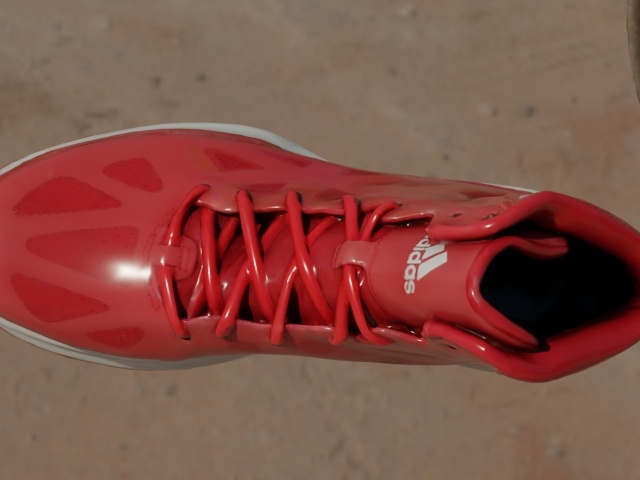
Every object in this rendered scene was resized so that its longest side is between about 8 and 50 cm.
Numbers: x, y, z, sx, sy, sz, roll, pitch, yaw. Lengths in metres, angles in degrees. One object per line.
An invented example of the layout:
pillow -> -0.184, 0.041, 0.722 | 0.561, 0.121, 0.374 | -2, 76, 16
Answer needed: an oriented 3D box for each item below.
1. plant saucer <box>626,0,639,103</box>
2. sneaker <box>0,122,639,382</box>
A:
plant saucer -> 0.153, -0.061, 0.336 | 0.198, 0.199, 0.036 | 4, 45, -6
sneaker -> 0.000, 0.000, 0.554 | 0.221, 0.087, 0.128 | 0, -4, -9
